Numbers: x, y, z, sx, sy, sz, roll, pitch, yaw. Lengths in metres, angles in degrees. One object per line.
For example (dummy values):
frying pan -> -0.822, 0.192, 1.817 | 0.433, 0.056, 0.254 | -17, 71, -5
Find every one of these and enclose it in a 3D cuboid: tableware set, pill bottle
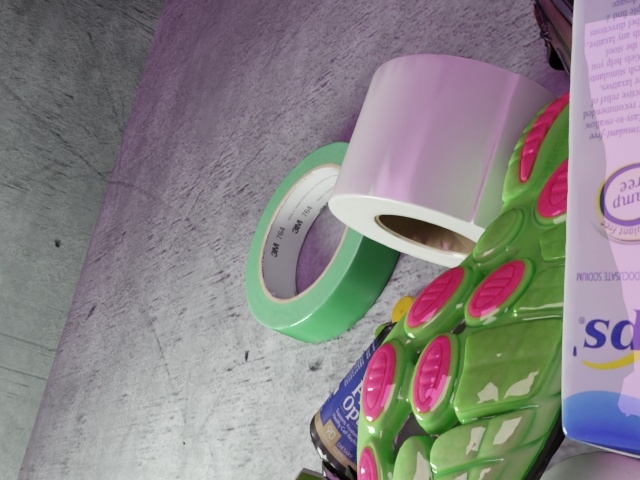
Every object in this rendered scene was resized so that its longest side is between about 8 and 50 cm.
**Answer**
tableware set -> 0.129, 0.108, 0.926 | 0.154, 0.024, 0.104 | -48, 32, 26
pill bottle -> 0.094, 0.175, 0.830 | 0.219, 0.122, 0.123 | -54, 33, 16

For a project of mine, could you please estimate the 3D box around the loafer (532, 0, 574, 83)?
loafer -> 0.301, -0.225, 0.846 | 0.084, 0.096, 0.268 | -49, 36, 33

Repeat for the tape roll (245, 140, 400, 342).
tape roll -> 0.000, 0.000, 1.140 | 0.321, 0.077, 0.321 | -35, 43, 39

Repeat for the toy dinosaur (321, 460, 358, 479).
toy dinosaur -> 0.040, 0.320, 0.629 | 0.321, 0.164, 0.219 | 27, 95, 20

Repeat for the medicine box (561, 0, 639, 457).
medicine box -> 0.290, -0.006, 0.470 | 0.149, 0.263, 0.290 | -4, 78, 45

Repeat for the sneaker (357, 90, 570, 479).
sneaker -> 0.206, 0.064, 0.588 | 0.483, 0.202, 0.185 | -51, 23, -24

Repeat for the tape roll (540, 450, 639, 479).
tape roll -> 0.234, 0.291, 0.473 | 0.286, 0.100, 0.287 | -171, 90, -73

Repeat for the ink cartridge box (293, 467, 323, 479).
ink cartridge box -> -0.036, 0.353, 0.835 | 0.255, 0.188, 0.097 | -54, 31, 11

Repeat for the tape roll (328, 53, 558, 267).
tape roll -> 0.149, -0.078, 0.814 | 0.246, 0.246, 0.169 | 3, 70, 56
